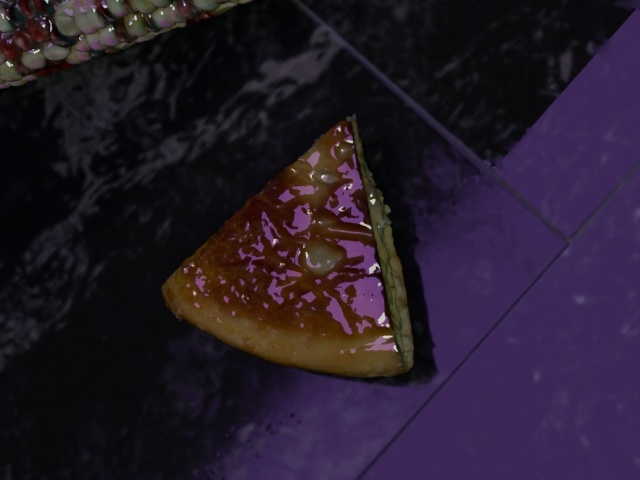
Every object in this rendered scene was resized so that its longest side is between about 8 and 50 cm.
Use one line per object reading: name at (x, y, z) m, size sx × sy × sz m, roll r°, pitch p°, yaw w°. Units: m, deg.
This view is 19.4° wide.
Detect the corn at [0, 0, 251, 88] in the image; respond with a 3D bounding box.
corn at (-0.113, -0.156, 1.101) m, size 0.280 × 0.092 × 0.092 m, roll -20°, pitch 76°, yaw 19°

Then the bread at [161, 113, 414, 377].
bread at (0.005, 0.024, 1.049) m, size 0.154 × 0.054 × 0.136 m, roll -47°, pitch 70°, yaw 12°
